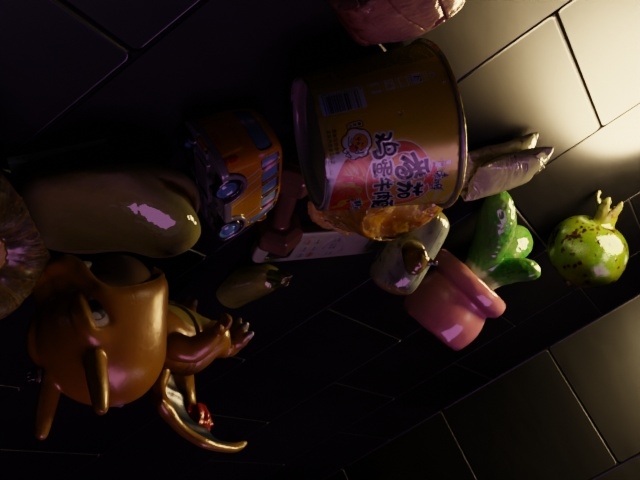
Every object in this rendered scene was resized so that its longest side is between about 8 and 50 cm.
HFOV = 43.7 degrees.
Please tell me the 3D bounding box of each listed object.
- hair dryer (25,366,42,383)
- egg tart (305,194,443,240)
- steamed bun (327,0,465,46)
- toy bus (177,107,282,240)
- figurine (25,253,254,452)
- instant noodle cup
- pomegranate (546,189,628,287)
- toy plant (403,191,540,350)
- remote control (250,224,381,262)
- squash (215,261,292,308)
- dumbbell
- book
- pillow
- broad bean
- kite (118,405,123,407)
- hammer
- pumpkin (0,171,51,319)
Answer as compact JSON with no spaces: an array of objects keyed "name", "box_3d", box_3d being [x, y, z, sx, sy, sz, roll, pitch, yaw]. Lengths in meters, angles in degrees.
[{"name":"hair dryer","box_3d":[-0.497,0.257,1.604,0.182,0.064,0.117,-11,154,-10]},{"name":"egg tart","box_3d":[0.131,-0.101,1.448,0.341,0.129,0.341,-19,151,-11]},{"name":"steamed bun","box_3d":[0.100,-0.332,1.048,0.175,0.106,0.145,-20,161,19]},{"name":"toy bus","box_3d":[-0.129,-0.105,1.220,0.136,0.126,0.209,-26,154,-21]},{"name":"figurine","box_3d":[-0.298,0.191,1.359,0.268,0.401,0.387,-56,151,12]},{"name":"instant noodle cup","box_3d":[0.076,-0.156,1.182,0.200,0.264,0.264,-12,150,-11]},{"name":"pomegranate","box_3d":[0.703,0.006,2.059,0.211,0.211,0.263,4,118,-44]},{"name":"toy plant","box_3d":[0.360,0.077,1.875,0.356,0.210,0.317,-44,148,7]},{"name":"remote control","box_3d":[0.001,0.000,1.602,0.309,0.038,0.090,-4,145,-36]},{"name":"squash","box_3d":[-0.126,0.077,1.591,0.090,0.075,0.200,22,151,-33]},{"name":"dumbbell","box_3d":[-0.059,-0.067,1.375,0.092,0.082,0.231,15,144,-2]},{"name":"book","box_3d":[-0.368,-0.095,1.139,0.135,0.017,0.103,-15,149,-19]},{"name":"pillow","box_3d":[0.367,-0.145,1.625,0.181,0.078,0.134,-15,151,-19]},{"name":"broad bean","box_3d":[-0.297,-0.039,1.124,0.263,0.121,0.189,-5,151,-15]},{"name":"kite","box_3d":[-0.460,0.363,1.867,0.157,0.011,0.139,-10,151,-28]},{"name":"hammer","box_3d":[0.182,0.024,1.558,0.202,0.113,0.305,-64,180,4]},{"name":"pumpkin","box_3d":[-0.466,-0.036,0.982,0.139,0.222,0.317,-47,161,-22]}]
